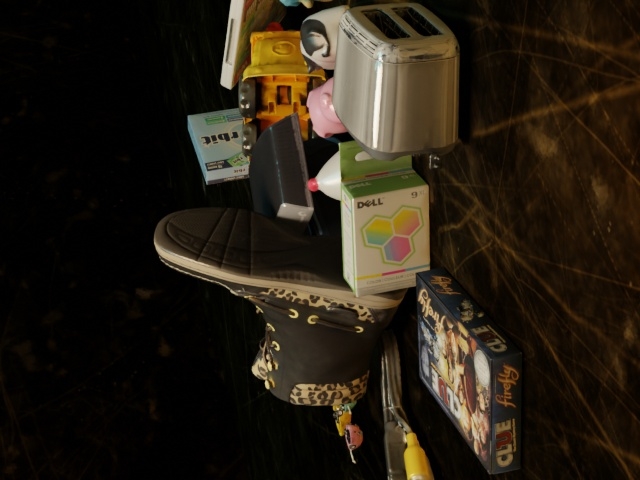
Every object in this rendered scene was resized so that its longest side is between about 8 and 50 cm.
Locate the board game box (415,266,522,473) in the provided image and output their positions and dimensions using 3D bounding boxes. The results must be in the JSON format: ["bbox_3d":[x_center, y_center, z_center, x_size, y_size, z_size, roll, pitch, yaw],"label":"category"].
[{"bbox_3d":[0.184,0.159,1.492,0.243,0.042,0.165,-127,29,-62],"label":"board game box"}]

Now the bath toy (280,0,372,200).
[{"bbox_3d":[0.020,-0.214,1.708,0.151,0.129,0.348,5,-107,-69],"label":"bath toy"}]

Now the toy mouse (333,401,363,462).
[{"bbox_3d":[0.055,0.325,2.175,0.143,0.031,0.161,114,143,-68],"label":"toy mouse"}]

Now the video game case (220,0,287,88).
[{"bbox_3d":[-0.098,-0.403,1.990,0.204,0.025,0.285,-58,-5,-25],"label":"video game case"}]

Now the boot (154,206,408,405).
[{"bbox_3d":[-0.071,0.107,1.791,0.138,0.378,0.284,-80,1,-46],"label":"boot"}]

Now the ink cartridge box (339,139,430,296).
[{"bbox_3d":[0.087,-0.034,1.602,0.062,0.109,0.209,-124,28,-59],"label":"ink cartridge box"}]

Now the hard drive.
[{"bbox_3d":[-0.066,-0.082,1.840,0.254,0.054,0.172,128,134,-71],"label":"hard drive"}]

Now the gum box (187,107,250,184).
[{"bbox_3d":[-0.184,-0.204,2.490,0.041,0.157,0.184,95,160,-46],"label":"gum box"}]

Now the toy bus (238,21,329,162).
[{"bbox_3d":[-0.065,-0.261,2.023,0.220,0.150,0.211,91,175,-49],"label":"toy bus"}]

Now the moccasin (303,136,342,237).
[{"bbox_3d":[0.000,0.000,1.968,0.138,0.117,0.341,-175,75,-76],"label":"moccasin"}]

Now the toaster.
[{"bbox_3d":[0.092,-0.194,1.423,0.227,0.129,0.146,-119,25,-57],"label":"toaster"}]

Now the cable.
[{"bbox_3d":[0.132,0.284,1.832,0.139,0.072,0.287,86,-179,-63],"label":"cable"}]
